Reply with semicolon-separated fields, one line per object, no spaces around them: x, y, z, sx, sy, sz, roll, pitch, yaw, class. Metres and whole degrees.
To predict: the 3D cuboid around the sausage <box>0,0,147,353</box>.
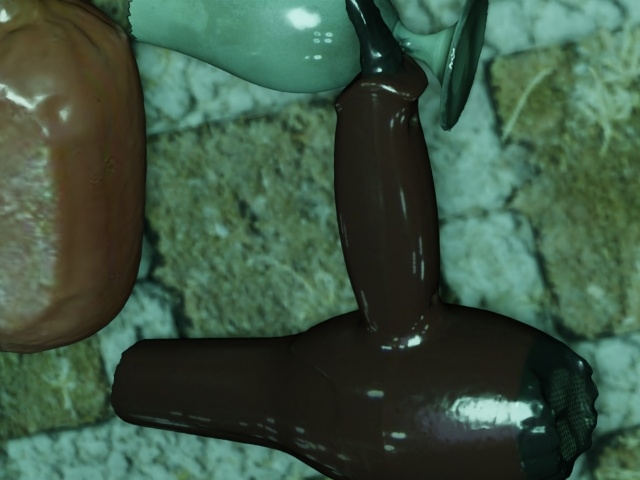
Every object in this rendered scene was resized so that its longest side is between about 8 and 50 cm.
-0.174;-0.041;1.195;0.148;0.148;0.254;7;118;16;sausage

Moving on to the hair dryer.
0.000;0.000;1.147;0.312;0.123;0.340;7;123;25;hair dryer

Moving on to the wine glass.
-0.009;-0.131;1.149;0.202;0.093;0.093;14;110;13;wine glass
